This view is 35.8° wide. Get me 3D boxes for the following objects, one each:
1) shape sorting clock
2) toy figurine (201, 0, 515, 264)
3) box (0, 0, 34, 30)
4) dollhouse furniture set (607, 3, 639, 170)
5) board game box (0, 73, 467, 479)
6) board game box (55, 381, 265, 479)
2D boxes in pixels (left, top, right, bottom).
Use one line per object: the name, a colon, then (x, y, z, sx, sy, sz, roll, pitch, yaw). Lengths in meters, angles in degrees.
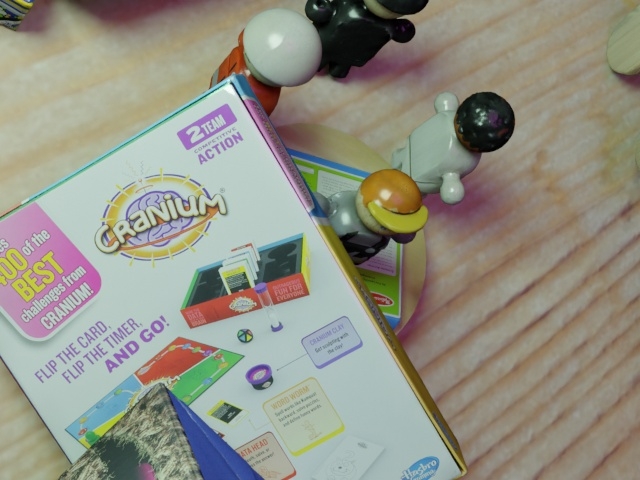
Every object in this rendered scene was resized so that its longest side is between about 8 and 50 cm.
shape sorting clock: (0.000, 0.000, 0.835, 0.206, 0.040, 0.206, 11, 66, -27)
toy figurine: (0.034, -0.102, 0.779, 0.213, 0.148, 0.209, -35, 89, -37)
box: (-0.282, -0.216, 0.702, 0.169, 0.059, 0.054, 22, 73, -24)
dollhouse furniture set: (0.475, -0.028, 1.037, 0.362, 0.256, 0.394, 14, 56, -27)
board game box: (-0.078, 0.079, 0.700, 0.242, 0.064, 0.316, -29, 99, 7)
board game box: (-0.130, 0.258, 0.544, 0.291, 0.232, 0.141, -44, 110, -5)
